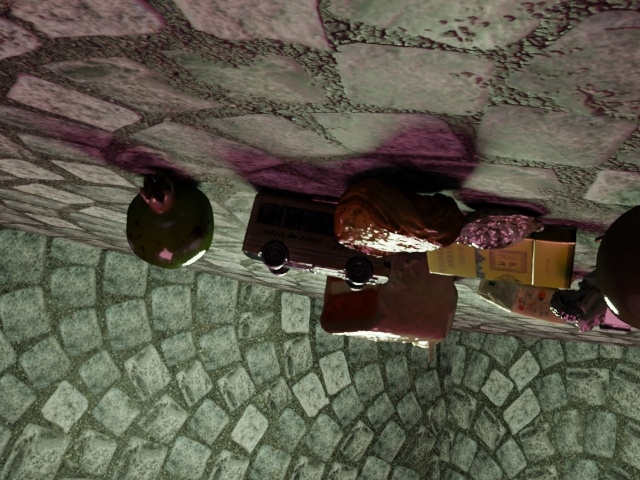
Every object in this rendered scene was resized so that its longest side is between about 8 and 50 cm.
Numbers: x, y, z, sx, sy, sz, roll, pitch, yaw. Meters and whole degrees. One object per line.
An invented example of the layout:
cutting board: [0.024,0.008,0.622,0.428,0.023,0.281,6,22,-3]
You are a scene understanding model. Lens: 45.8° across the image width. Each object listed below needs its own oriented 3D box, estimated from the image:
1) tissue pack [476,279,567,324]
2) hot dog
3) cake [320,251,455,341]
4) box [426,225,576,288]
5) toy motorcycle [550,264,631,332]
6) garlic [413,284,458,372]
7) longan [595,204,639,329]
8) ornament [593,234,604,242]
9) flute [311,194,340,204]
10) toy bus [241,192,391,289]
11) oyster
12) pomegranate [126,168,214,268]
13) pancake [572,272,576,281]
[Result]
tissue pack: [0.516,0.140,1.906,0.196,0.092,0.148,13,-170,-28]
hot dog: [0.130,-0.041,1.247,0.175,0.114,0.259,18,168,-20]
cake: [0.165,0.130,1.883,0.229,0.237,0.308,10,169,-26]
box: [0.340,0.021,1.450,0.278,0.041,0.153,7,145,19]
toy motorcycle: [0.565,0.119,1.390,0.204,0.239,0.108,40,155,41]
garlic: [0.278,0.209,2.248,0.231,0.246,0.340,20,-173,6]
longan: [0.493,0.037,1.087,0.196,0.197,0.220,8,169,9]
ornament: [0.598,0.034,1.300,0.236,0.080,0.202,13,174,-17]
flute: [0.115,-0.061,1.431,0.269,0.014,0.014,9,171,7]
toy bus: [0.000,0.000,1.488,0.289,0.157,0.139,10,172,4]
oyster: [0.295,-0.022,1.322,0.177,0.064,0.125,-7,160,24]
pomegranate: [-0.307,-0.049,1.521,0.186,0.187,0.225,8,146,9]
pancake: [0.546,0.084,1.836,0.139,0.022,0.139,10,171,2]
